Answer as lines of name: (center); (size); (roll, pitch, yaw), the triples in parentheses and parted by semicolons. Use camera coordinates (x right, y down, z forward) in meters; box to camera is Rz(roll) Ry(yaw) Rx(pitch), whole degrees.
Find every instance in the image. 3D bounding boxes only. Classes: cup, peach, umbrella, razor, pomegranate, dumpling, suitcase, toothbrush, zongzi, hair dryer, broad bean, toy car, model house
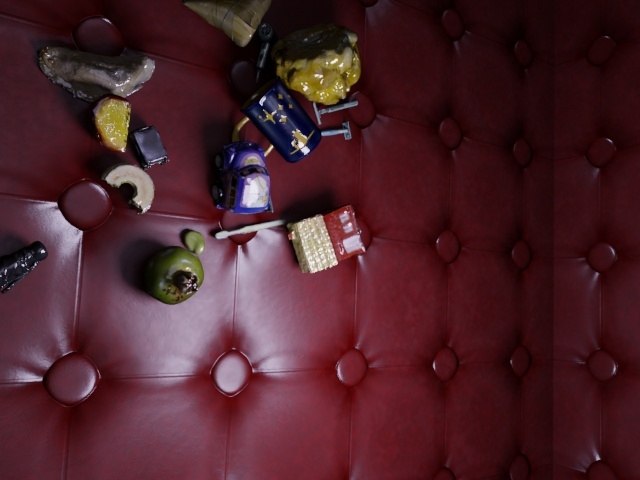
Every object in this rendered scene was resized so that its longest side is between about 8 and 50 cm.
cup: (-0.160, -0.386, 2.033); (0.256, 0.255, 0.178); (49, 25, -24)
peach: (-0.615, -0.345, 1.733); (0.127, 0.092, 0.172); (-26, 119, -31)
umbrella: (-0.865, 0.123, 1.521); (0.357, 0.113, 0.106); (-38, 86, -30)
razor: (0.065, -0.504, 2.237); (0.211, 0.036, 0.084); (-23, 102, -32)
pomegranate: (-0.424, 0.099, 1.768); (0.179, 0.210, 0.179); (27, 57, -50)
dumpling: (-0.642, -0.483, 1.731); (0.332, 0.086, 0.166); (-6, 88, -30)
suitcase: (-0.528, -0.285, 1.809); (0.086, 0.059, 0.126); (-27, 100, -33)
toothbrush: (-0.232, -0.041, 2.009); (0.294, 0.028, 0.026); (-14, 96, -34)
zongzi: (-0.310, -0.797, 1.982); (0.256, 0.115, 0.228); (25, 58, -7)
hair dryer: (-0.199, -0.644, 2.044); (0.057, 0.100, 0.198); (14, 95, 7)
broad bean: (-0.400, 0.005, 1.886); (0.063, 0.045, 0.083); (-38, 100, -18)
toy car: (-0.242, -0.198, 1.915); (0.172, 0.158, 0.235); (-8, 114, -33)
razor: (0.050, -0.408, 2.223); (0.135, 0.040, 0.068); (-13, 94, -29)
model house: (0.000, 0.000, 2.088); (0.254, 0.160, 0.196); (-20, 98, -31)

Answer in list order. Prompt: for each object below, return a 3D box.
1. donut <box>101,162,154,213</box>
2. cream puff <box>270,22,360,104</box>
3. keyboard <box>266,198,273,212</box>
donut: (-0.567, -0.168, 1.769); (0.166, 0.065, 0.108); (44, 64, -23)
cream puff: (-0.003, -0.596, 2.074); (0.324, 0.291, 0.257); (-75, 153, -43)
keyboard: (-0.191, -0.182, 2.031); (0.014, 0.055, 0.176); (-14, 95, -24)
